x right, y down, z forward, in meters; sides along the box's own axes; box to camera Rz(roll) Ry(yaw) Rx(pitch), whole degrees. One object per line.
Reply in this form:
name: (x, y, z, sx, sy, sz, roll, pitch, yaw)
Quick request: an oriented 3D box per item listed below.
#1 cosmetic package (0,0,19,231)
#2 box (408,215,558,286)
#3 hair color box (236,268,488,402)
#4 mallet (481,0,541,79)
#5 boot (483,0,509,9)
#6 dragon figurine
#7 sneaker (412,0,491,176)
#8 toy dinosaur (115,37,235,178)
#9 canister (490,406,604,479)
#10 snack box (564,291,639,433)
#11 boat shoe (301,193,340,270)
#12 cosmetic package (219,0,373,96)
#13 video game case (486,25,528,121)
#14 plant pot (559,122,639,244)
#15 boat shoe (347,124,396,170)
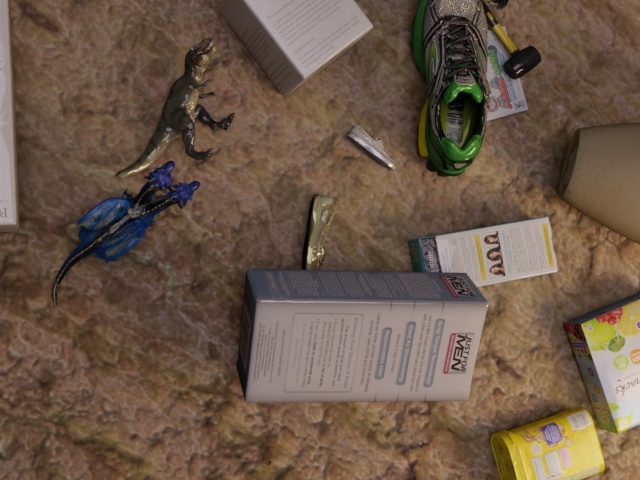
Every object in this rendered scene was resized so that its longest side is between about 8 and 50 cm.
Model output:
cosmetic package: (-0.556, -0.192, 1.498, 0.197, 0.155, 0.365, -4, 86, -16)
box: (0.281, 0.027, 1.735, 0.244, 0.060, 0.100, -9, 89, -14)
hair color box: (0.064, 0.153, 1.614, 0.375, 0.113, 0.185, 2, 114, -13)
mallet: (0.305, -0.366, 1.763, 0.062, 0.039, 0.189, -44, 91, -10)
boot: (0.289, -0.526, 1.700, 0.189, 0.076, 0.208, 51, 48, -40)
dragon figurine: (-0.319, -0.018, 1.549, 0.289, 0.144, 0.085, -39, 95, -13)
sneaker: (0.237, -0.284, 1.682, 0.134, 0.146, 0.343, -3, 87, -9)
toy dinosaur: (-0.215, -0.192, 1.632, 0.118, 0.064, 0.268, 29, 82, -4)
canister: (0.395, 0.369, 1.736, 0.170, 0.073, 0.126, -15, 90, -15)
snack box: (0.552, 0.214, 1.785, 0.174, 0.070, 0.207, -21, 93, -15)
boat shoe: (0.000, 0.000, 1.673, 0.048, 0.056, 0.153, 9, 77, -8)
cosmetic package: (-0.043, -0.361, 1.634, 0.151, 0.151, 0.183, -38, 96, -14)
video game case: (0.282, -0.289, 1.777, 0.143, 0.019, 0.157, -16, 91, -14)
plant pot: (0.565, -0.102, 1.737, 0.274, 0.256, 0.256, 13, 83, 3)
boat shoe: (0.093, -0.161, 1.716, 0.100, 0.035, 0.035, 38, 82, -2)
